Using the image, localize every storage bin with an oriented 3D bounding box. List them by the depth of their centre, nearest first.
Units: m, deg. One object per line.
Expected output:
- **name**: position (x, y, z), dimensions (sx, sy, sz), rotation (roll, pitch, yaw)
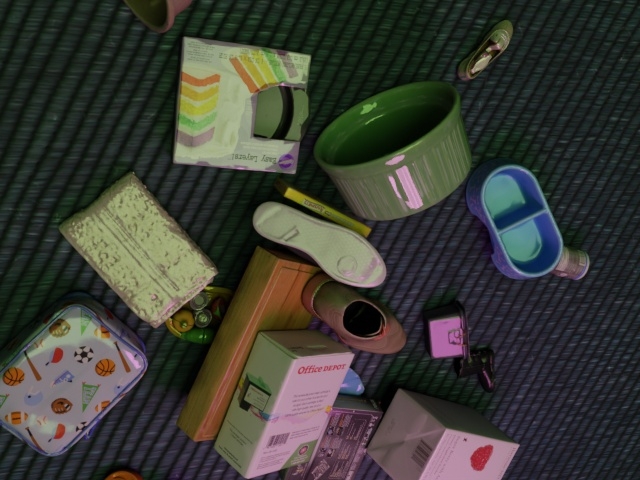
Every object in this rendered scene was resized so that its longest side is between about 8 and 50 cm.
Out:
- **storage bin**: position (0.298, 0.222, 1.641), dimensions (0.091, 0.098, 0.135), rotation (-9, 108, -4)

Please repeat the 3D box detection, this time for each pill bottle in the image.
- **pill bottle**: position (0.577, 0.046, 1.682), dimensions (0.137, 0.078, 0.078), rotation (14, 101, -20)

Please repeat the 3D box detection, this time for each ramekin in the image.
- **ramekin**: position (0.152, -0.175, 1.372), dimensions (0.303, 0.303, 0.148), rotation (-32, 120, -7)

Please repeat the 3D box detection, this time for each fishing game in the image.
- **fishing game**: position (0.010, 0.363, 1.615), dimensions (0.189, 0.041, 0.264), rotation (-47, 119, 8)

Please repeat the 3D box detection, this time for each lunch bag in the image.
- **lunch bag**: position (-0.511, 0.273, 1.383), dimensions (0.303, 0.115, 0.243), rotation (-44, 115, -3)

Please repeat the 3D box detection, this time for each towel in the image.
- **towel**: position (-0.357, 0.021, 1.382), dimensions (0.187, 0.049, 0.282), rotation (-39, 104, -5)

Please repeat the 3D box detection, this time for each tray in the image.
- **tray**: position (-0.131, 0.223, 1.457), dimensions (0.203, 0.076, 0.411), rotation (16, 103, -54)

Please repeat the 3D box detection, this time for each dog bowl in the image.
- **dog bowl**: position (0.450, -0.046, 1.578), dimensions (0.166, 0.074, 0.297), rotation (-26, 97, -1)

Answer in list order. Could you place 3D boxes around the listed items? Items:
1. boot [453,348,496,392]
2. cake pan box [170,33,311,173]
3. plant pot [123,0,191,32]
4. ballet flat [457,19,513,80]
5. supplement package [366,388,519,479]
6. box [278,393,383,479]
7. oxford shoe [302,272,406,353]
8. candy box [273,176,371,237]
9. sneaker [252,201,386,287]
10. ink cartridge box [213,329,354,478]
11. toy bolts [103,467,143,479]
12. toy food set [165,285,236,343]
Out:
- **boot**: position (0.384, 0.327, 1.719), dimensions (0.099, 0.045, 0.121), rotation (-6, 100, -19)
- **cake pan box**: position (-0.155, -0.263, 1.368), dimensions (0.266, 0.070, 0.246), rotation (5, 106, -19)
- **plant pot**: position (-0.218, -0.571, 1.147), dimensions (0.305, 0.334, 0.334), rotation (-35, 113, -17)
- **ballet flat**: position (0.369, -0.410, 1.500), dimensions (0.057, 0.052, 0.168), rotation (42, 89, -23)
- **supplement package**: position (0.291, 0.489, 1.627), dimensions (0.293, 0.175, 0.178), rotation (22, 97, -38)
- **box**: position (0.021, 0.469, 1.615), dimensions (0.183, 0.056, 0.231), rotation (11, 110, -23)
- **oxford shoe**: position (0.101, 0.191, 1.505), dimensions (0.348, 0.130, 0.123), rotation (32, 89, -45)
- **candy box**: position (0.003, -0.071, 1.452), dimensions (0.206, 0.105, 0.027), rotation (26, 100, -22)
- **sneaker**: position (0.000, -0.001, 1.435), dimensions (0.295, 0.147, 0.105), rotation (27, 94, -5)
- **ink cartridge box**: position (-0.074, 0.331, 1.440), dimensions (0.201, 0.117, 0.278), rotation (7, 109, -52)
- **toy bolts**: position (-0.375, 0.616, 1.539), dimensions (0.228, 0.158, 0.218), rotation (-10, 68, -5)
- **toy food set**: position (-0.220, 0.168, 1.466), dimensions (0.217, 0.071, 0.128), rotation (7, 103, -20)
